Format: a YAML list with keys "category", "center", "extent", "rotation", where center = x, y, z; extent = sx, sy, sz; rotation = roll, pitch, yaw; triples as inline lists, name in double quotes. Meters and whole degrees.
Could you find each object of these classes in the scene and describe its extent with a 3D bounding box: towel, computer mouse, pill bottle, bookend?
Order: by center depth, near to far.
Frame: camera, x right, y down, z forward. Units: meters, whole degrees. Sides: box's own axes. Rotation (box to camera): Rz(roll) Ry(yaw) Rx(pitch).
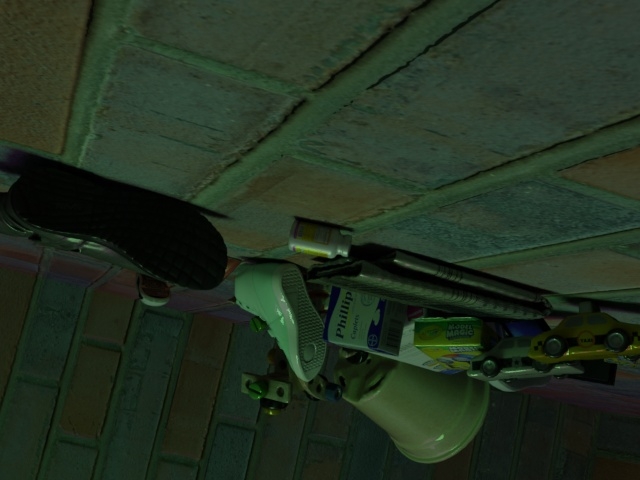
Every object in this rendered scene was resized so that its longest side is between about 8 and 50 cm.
- category: "pill bottle"
  center: [0.000, 0.000, 1.285]
  extent: [0.083, 0.043, 0.043]
  rotation: [12, 170, 8]
- category: "towel"
  center: [0.161, 0.071, 1.513]
  extent: [0.324, 0.056, 0.312]
  rotation: [13, 173, -16]
- category: "bookend"
  center: [0.529, 0.243, 1.911]
  extent: [0.156, 0.072, 0.157]
  rotation: [8, 169, 18]
- category: "computer mouse"
  center: [-0.369, 0.094, 2.008]
  extent: [0.106, 0.042, 0.193]
  rotation: [10, -155, -21]

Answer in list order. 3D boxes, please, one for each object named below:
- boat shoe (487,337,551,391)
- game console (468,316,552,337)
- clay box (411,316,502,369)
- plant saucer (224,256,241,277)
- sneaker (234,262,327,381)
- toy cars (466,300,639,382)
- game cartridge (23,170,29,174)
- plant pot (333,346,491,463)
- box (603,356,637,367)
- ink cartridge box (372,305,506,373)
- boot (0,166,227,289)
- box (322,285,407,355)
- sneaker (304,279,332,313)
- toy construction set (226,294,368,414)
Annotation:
- category: "boat shoe"
  center: [0.430, 0.297, 2.189]
  extent: [0.119, 0.121, 0.335]
  rotation: [-1, 166, 37]
- category: "game console"
  center: [0.343, 0.160, 1.658]
  extent: [0.107, 0.071, 0.122]
  rotation: [-9, -178, -31]
- category: "clay box"
  center: [0.257, 0.189, 1.700]
  extent: [0.127, 0.053, 0.222]
  rotation: [-4, 159, 27]
- category: "plant saucer"
  center: [-0.305, 0.046, 1.917]
  extent: [0.259, 0.048, 0.258]
  rotation: [13, 170, -9]
- category: "sneaker"
  center: [-0.081, 0.149, 1.796]
  extent: [0.151, 0.256, 0.094]
  rotation: [6, -148, 41]
- category: "toy cars"
  center: [0.384, 0.167, 1.515]
  extent: [0.176, 0.087, 0.393]
  rotation: [5, 163, -17]
- category: "game cartridge"
  center: [-0.397, -0.085, 1.387]
  extent: [0.056, 0.017, 0.083]
  rotation: [8, 170, 43]
- category: "plant pot"
  center: [0.209, 0.359, 2.374]
  extent: [0.305, 0.334, 0.333]
  rotation: [33, 160, -34]
- category: "box"
  center: [0.529, 0.183, 1.627]
  extent: [0.059, 0.054, 0.169]
  rotation: [9, 170, 19]
- category: "ink cartridge box"
  center: [0.238, 0.195, 1.861]
  extent: [0.185, 0.065, 0.311]
  rotation: [-27, 144, 36]
- category: "boot"
  center: [-0.320, -0.015, 1.394]
  extent: [0.338, 0.118, 0.222]
  rotation: [26, 162, -24]
- category: "box"
  center: [0.084, 0.140, 1.725]
  extent: [0.137, 0.126, 0.072]
  rotation: [3, 168, 42]
- category: "sneaker"
  center: [-0.033, 0.114, 1.869]
  extent: [0.214, 0.084, 0.083]
  rotation: [4, 174, 38]
- category: "toy construction set"
  center: [-0.088, 0.215, 1.937]
  extent: [0.309, 0.258, 0.237]
  rotation: [38, -148, 30]
